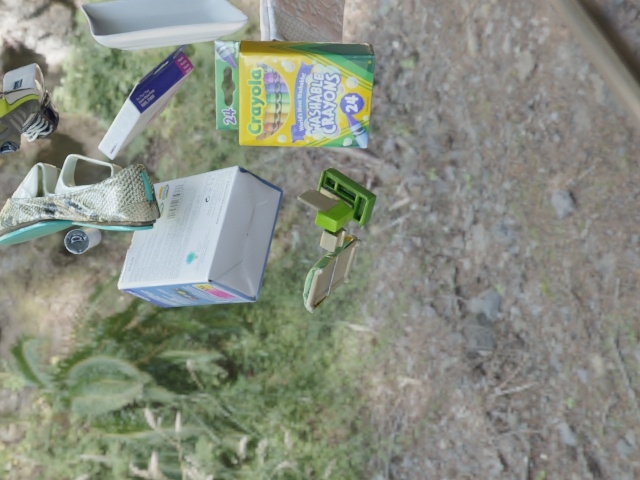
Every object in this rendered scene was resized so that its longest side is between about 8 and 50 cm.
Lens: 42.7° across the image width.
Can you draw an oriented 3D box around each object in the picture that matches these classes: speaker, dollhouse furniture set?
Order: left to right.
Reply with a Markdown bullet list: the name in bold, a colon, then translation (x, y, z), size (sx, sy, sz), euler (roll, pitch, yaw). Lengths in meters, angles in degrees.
- **speaker**: translation (-0.536, -0.004, 1.851), size (0.136, 0.055, 0.055), euler (-134, 53, -83)
- **dollhouse furniture set**: translation (0.000, 0.000, 2.092), size (0.151, 0.197, 0.302), euler (32, 130, 22)

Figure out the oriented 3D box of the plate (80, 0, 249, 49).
- **plate**: translation (-0.298, -0.413, 1.546), size (0.277, 0.278, 0.045), euler (-128, 31, -57)

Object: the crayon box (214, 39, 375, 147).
- **crayon box**: translation (-0.057, -0.300, 1.686), size (0.083, 0.322, 0.203), euler (-94, 6, -58)

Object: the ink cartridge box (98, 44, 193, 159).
- **ink cartridge box**: translation (-0.523, -0.440, 2.543), size (0.330, 0.071, 0.324), euler (-41, 11, 43)

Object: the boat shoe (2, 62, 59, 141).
- **boat shoe**: translation (-0.704, -0.299, 1.995), size (0.341, 0.127, 0.158), euler (-103, -5, -55)

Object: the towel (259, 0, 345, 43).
- **towel**: translation (-0.040, -0.615, 2.196), size (0.053, 0.331, 0.317), euler (-11, 72, 35)

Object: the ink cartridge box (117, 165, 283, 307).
- **ink cartridge box**: translation (-0.292, 0.001, 1.835), size (0.395, 0.151, 0.270), euler (-6, 63, 42)

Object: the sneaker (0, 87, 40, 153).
- **sneaker**: translation (-0.659, -0.244, 1.691), size (0.300, 0.111, 0.121), euler (-77, -19, -72)

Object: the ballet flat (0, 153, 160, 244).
- **ballet flat**: translation (-0.549, -0.096, 1.803), size (0.482, 0.164, 0.182), euler (-5, 93, 32)
